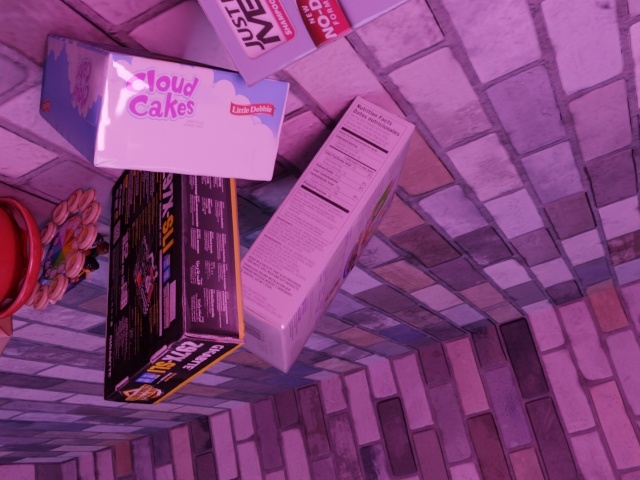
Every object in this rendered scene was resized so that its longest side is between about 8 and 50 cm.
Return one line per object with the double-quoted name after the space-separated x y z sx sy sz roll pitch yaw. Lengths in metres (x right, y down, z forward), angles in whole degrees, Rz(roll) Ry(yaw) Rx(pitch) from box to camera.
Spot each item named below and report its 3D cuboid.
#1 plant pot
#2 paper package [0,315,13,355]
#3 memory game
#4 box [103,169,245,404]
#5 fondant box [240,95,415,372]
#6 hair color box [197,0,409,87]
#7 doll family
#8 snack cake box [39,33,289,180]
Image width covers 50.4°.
-0.482 0.020 0.887 0.191 0.191 0.174 -26 160 29 "plant pot"
-0.665 0.127 1.062 0.309 0.168 0.325 3 153 -34 "paper package"
-0.359 0.009 0.936 0.186 0.186 0.012 -29 137 33 "memory game"
-0.191 0.015 0.849 0.079 0.322 0.257 13 147 -33 "box"
0.000 0.000 0.946 0.096 0.330 0.238 30 159 11 "fondant box"
0.095 -0.264 0.505 0.374 0.114 0.185 -23 -161 22 "hair color box"
-0.380 0.033 1.049 0.111 0.193 0.076 -33 114 6 "doll family"
-0.161 -0.130 0.636 0.152 0.089 0.264 4 -165 -33 "snack cake box"
